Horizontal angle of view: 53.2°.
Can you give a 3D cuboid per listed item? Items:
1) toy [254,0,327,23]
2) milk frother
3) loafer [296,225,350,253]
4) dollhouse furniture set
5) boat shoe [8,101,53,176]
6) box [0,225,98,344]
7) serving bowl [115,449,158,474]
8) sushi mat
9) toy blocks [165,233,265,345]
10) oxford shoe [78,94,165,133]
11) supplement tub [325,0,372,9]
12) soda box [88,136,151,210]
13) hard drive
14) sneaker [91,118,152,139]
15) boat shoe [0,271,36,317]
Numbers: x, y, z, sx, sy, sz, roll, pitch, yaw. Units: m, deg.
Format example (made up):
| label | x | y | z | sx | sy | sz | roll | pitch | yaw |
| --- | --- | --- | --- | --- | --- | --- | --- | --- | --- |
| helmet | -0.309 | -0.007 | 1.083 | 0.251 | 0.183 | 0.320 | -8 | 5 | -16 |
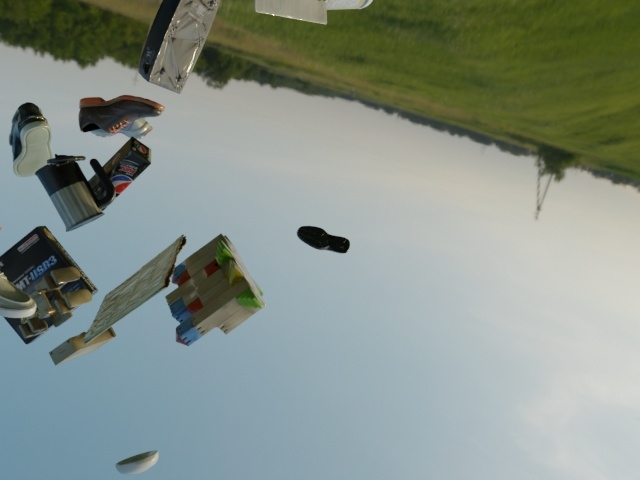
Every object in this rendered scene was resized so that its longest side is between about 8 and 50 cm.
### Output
| label | x | y | z | sx | sy | sz | roll | pitch | yaw |
| --- | --- | --- | --- | --- | --- | --- | --- | --- | --- |
| toy | -0.072 | -0.542 | 1.359 | 0.056 | 0.136 | 0.237 | 10 | -165 | 39 |
| milk frother | -0.491 | -0.101 | 1.268 | 0.129 | 0.134 | 0.143 | -27 | -174 | 5 |
| loafer | 0.000 | 0.000 | 1.824 | 0.170 | 0.062 | 0.061 | 22 | 171 | -28 |
| dollhouse furniture set | -0.740 | 0.218 | 1.869 | 0.242 | 0.212 | 0.161 | 60 | -157 | 6 |
| boat shoe | -0.832 | -0.283 | 1.834 | 0.114 | 0.302 | 0.091 | -17 | -104 | -38 |
| box | -0.970 | 0.150 | 2.180 | 0.293 | 0.296 | 0.073 | 52 | -179 | -4 |
| serving bowl | -0.350 | 0.431 | 1.229 | 0.083 | 0.027 | 0.083 | -15 | 175 | -2 |
| sushi mat | -0.399 | 0.109 | 1.368 | 0.019 | 0.317 | 0.151 | 41 | -144 | -24 |
| toy blocks | -0.335 | 0.156 | 1.893 | 0.190 | 0.261 | 0.381 | 54 | 180 | -41 |
| oxford shoe | -0.550 | -0.341 | 1.768 | 0.272 | 0.098 | 0.097 | 2 | 171 | 24 |
| supplement tub | 0.027 | -0.641 | 1.565 | 0.200 | 0.144 | 0.144 | -13 | -154 | -29 |
| soda box | -0.436 | -0.142 | 1.371 | 0.053 | 0.169 | 0.060 | 35 | -155 | -36 |
| hard drive | -0.320 | -0.471 | 1.450 | 0.054 | 0.254 | 0.172 | 28 | -171 | 12 |
| sneaker | -0.696 | -0.421 | 2.176 | 0.252 | 0.111 | 0.103 | 6 | -138 | 18 |
| boat shoe | -0.767 | 0.093 | 1.447 | 0.258 | 0.084 | 0.095 | 23 | -161 | -9 |
